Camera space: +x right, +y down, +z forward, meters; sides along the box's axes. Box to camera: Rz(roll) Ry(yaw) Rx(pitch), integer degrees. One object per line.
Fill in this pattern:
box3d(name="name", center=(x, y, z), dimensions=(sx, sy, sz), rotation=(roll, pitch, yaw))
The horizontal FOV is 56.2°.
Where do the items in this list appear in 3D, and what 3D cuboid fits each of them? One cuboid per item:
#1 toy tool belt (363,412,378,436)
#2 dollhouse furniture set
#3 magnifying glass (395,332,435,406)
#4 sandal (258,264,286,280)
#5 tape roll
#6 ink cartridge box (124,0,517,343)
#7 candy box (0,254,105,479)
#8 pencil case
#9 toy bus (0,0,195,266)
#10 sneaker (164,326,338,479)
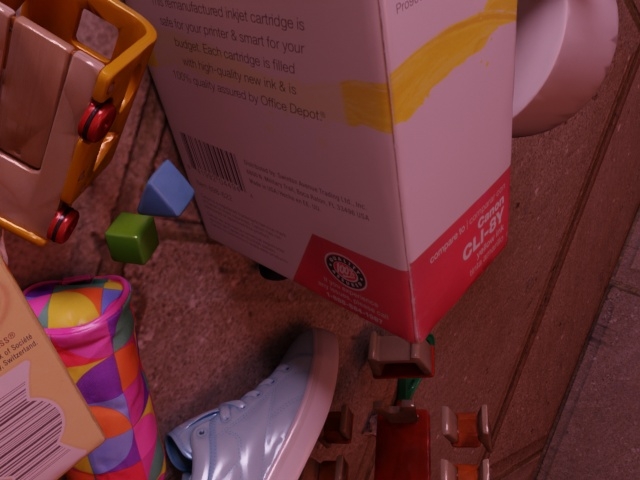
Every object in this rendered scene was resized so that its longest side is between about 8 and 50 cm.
box3d(name="toy tool belt", center=(0.115, 0.341, 1.088), dimensions=(0.051, 0.052, 0.083), rotation=(-41, 144, 18))
box3d(name="dollhouse furniture set", center=(0.125, 0.278, 0.909), dimensions=(0.135, 0.262, 0.259), rotation=(61, 30, -49))
box3d(name="magnifying glass", center=(0.163, 0.277, 1.127), dimensions=(0.092, 0.026, 0.231), rotation=(0, 107, -51))
box3d(name="sandal", center=(0.000, 0.000, 0.744), dimensions=(0.179, 0.067, 0.040), rotation=(-24, 115, -39))
box3d(name="tape roll", center=(0.197, -0.241, 0.704), dimensions=(0.169, 0.246, 0.246), rotation=(-12, 118, -48))
box3d(name="ink cartridge box", center=(-0.003, -0.147, 0.476), dimensions=(0.160, 0.279, 0.384), rotation=(-39, 136, -29))
box3d(name="candy box", center=(-0.251, -0.001, 0.332), dimensions=(0.087, 0.183, 0.316), rotation=(-38, 135, -33))
box3d(name="pencil case", center=(-0.202, 0.142, 0.546), dimensions=(0.104, 0.104, 0.236), rotation=(-28, 131, -40))
box3d(name="toy bus", center=(-0.190, -0.083, 0.424), dimensions=(0.104, 0.202, 0.191), rotation=(-71, 150, -51))
box3d(name="sneaker", center=(-0.092, 0.226, 0.700), dimensions=(0.135, 0.150, 0.366), rotation=(-54, -174, 47))
